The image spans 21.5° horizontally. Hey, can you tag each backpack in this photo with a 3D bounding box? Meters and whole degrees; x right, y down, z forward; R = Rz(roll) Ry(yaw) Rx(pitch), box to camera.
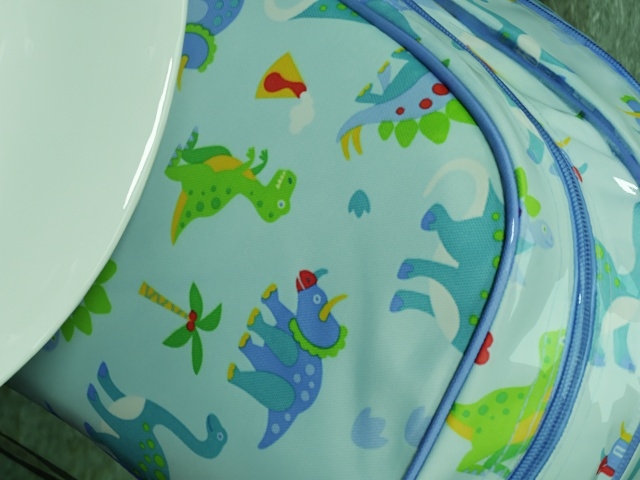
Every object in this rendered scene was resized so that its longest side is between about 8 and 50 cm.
[{"bbox_3d":[0.000,0.000,0.693,0.290,0.355,0.273,-59,163,8],"label":"backpack"}]

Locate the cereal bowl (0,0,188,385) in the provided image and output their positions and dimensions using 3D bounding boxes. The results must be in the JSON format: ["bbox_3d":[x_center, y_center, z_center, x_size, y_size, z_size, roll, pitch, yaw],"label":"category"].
[{"bbox_3d":[-0.203,-0.095,0.519,0.339,0.141,0.339,-8,101,-50],"label":"cereal bowl"}]
